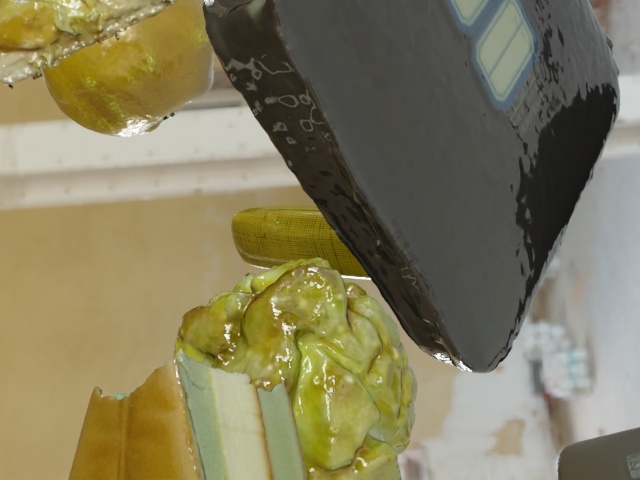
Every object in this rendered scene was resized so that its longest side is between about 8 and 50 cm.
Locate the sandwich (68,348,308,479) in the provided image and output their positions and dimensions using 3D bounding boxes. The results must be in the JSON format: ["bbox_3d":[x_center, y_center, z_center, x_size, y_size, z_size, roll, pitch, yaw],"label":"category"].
[{"bbox_3d":[-0.136,0.228,1.078,0.155,0.227,0.198,27,-146,-40],"label":"sandwich"}]

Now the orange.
[{"bbox_3d":[-0.289,-0.280,1.893,0.279,0.279,0.235,-96,-17,-75],"label":"orange"}]

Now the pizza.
[{"bbox_3d":[-0.285,-0.258,1.290,0.323,0.223,0.089,25,148,51],"label":"pizza"}]

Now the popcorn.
[{"bbox_3d":[-0.039,0.167,1.317,0.247,0.282,0.282,36,-146,-35],"label":"popcorn"}]

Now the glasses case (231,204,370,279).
[{"bbox_3d":[0.000,0.000,1.404,0.064,0.234,0.079,-40,-54,-47],"label":"glasses case"}]

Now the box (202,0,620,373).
[{"bbox_3d":[0.091,-0.130,0.875,0.350,0.091,0.359,57,-132,-30],"label":"box"}]

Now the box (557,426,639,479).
[{"bbox_3d":[0.407,0.272,1.382,0.290,0.289,0.073,-57,-50,-73],"label":"box"}]
